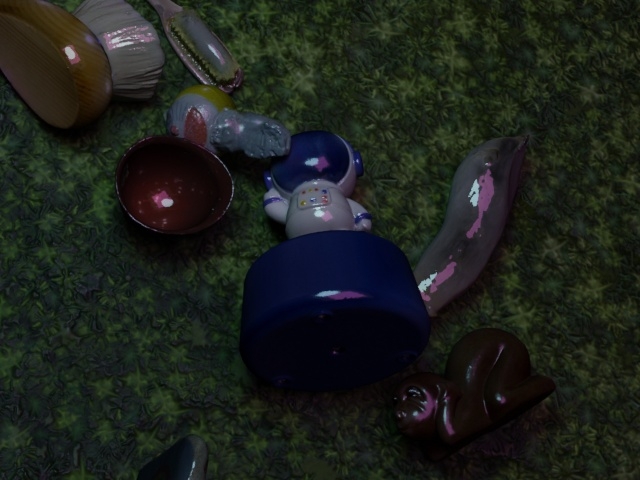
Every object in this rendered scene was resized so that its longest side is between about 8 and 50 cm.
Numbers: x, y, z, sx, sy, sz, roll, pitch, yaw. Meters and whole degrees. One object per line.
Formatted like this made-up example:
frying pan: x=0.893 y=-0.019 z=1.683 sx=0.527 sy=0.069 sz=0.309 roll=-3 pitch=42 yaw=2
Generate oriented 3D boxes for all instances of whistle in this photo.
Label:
whistle: x=-0.148 y=-0.165 z=1.950 sx=0.223 sy=0.123 sz=0.123 roll=16 pitch=62 yaw=28

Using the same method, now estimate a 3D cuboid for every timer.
timer: x=0.000 y=0.000 z=1.916 sx=0.270 sy=0.270 sz=0.383 roll=2 pitch=56 yaw=-16

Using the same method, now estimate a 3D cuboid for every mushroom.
mushroom: x=0.233 y=-0.025 z=2.053 sx=0.109 sy=0.097 sz=0.351 roll=29 pitch=68 yaw=-4

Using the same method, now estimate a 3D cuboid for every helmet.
helmet: x=-0.222 y=-0.068 z=1.927 sx=0.175 sy=0.106 sz=0.155 roll=-10 pitch=76 yaw=-19

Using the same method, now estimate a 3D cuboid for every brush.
brush: x=-0.230 y=-0.362 z=2.058 sx=0.072 sy=0.067 sz=0.313 roll=-37 pitch=82 yaw=-23
brush: x=-0.377 y=-0.295 z=1.944 sx=0.267 sy=0.174 sz=0.166 roll=40 pitch=51 yaw=18

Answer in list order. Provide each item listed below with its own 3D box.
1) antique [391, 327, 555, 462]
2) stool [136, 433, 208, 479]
antique: x=0.214 y=0.224 z=1.945 sx=0.257 sy=0.121 sz=0.143 roll=-28 pitch=73 yaw=-23
stool: x=-0.139 y=0.434 z=1.669 sx=0.226 sy=0.310 sz=0.310 roll=17 pitch=66 yaw=-16
